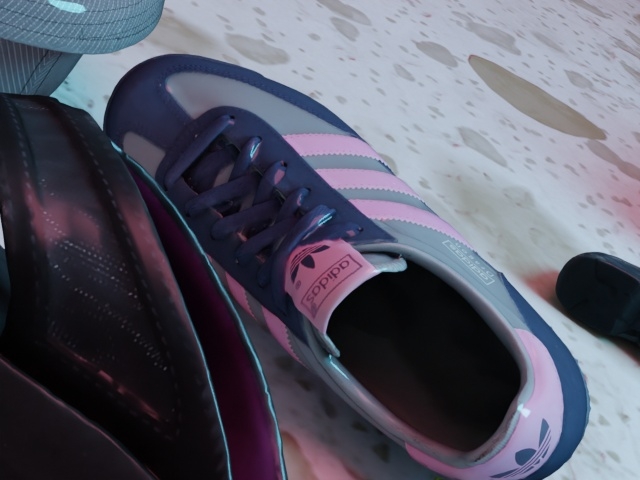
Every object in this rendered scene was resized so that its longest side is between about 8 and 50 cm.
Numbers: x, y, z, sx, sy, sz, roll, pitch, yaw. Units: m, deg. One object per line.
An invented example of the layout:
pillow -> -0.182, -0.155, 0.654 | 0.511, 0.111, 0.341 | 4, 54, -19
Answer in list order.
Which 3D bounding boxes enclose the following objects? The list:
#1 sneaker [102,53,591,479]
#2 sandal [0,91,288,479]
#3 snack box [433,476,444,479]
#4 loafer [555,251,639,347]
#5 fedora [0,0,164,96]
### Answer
sneaker -> 0.000, 0.000, 0.586 | 0.319, 0.112, 0.131 | 37, 5, 16
sandal -> -0.060, 0.055, 0.416 | 0.446, 0.107, 0.167 | 46, -4, 17
snack box -> 0.096, 0.174, 0.502 | 0.141, 0.037, 0.100 | 30, 26, 0
loafer -> 0.248, 0.058, 0.820 | 0.170, 0.062, 0.061 | 37, 24, 10
fedora -> -0.222, -0.175, 0.680 | 0.275, 0.124, 0.244 | 45, 32, 10
